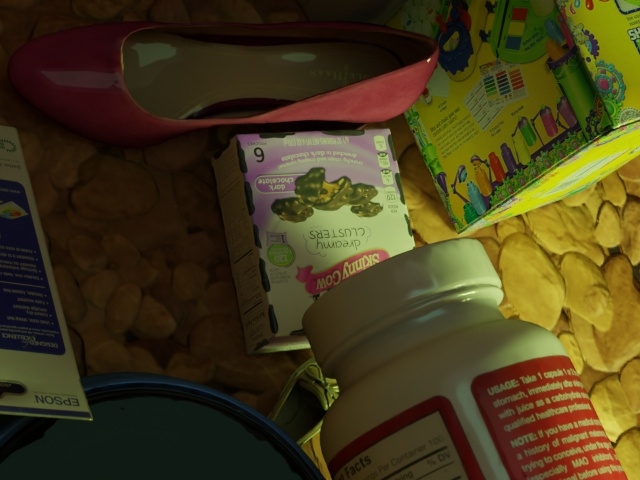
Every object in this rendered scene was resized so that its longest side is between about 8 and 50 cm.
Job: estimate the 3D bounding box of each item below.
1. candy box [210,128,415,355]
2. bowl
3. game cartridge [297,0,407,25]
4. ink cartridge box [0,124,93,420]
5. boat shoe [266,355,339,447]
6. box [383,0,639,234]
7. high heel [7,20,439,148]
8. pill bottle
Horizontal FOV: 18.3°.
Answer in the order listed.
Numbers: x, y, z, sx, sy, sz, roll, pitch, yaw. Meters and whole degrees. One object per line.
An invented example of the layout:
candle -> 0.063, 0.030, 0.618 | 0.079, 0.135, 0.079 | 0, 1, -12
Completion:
candy box -> 0.000, 0.000, 1.847 | 0.165, 0.070, 0.196 | -4, 73, -27
bowl -> -0.148, 0.297, 1.632 | 0.391, 0.077, 0.391 | 5, 74, -18
game cartridge -> -0.009, -0.342, 1.899 | 0.060, 0.196, 0.294 | -28, 84, -32
ink cartridge box -> -0.301, 0.029, 1.614 | 0.165, 0.065, 0.332 | 9, 42, -31
boat shoe -> -0.017, 0.154, 1.794 | 0.056, 0.048, 0.153 | 48, 59, -2
box -> 0.207, -0.197, 1.893 | 0.177, 0.290, 0.279 | -19, 81, -30
high heel -> -0.085, -0.167, 1.804 | 0.377, 0.181, 0.127 | -1, 71, -26
pill bottle -> 0.140, 0.215, 1.667 | 0.229, 0.229, 0.407 | -14, 72, -29
